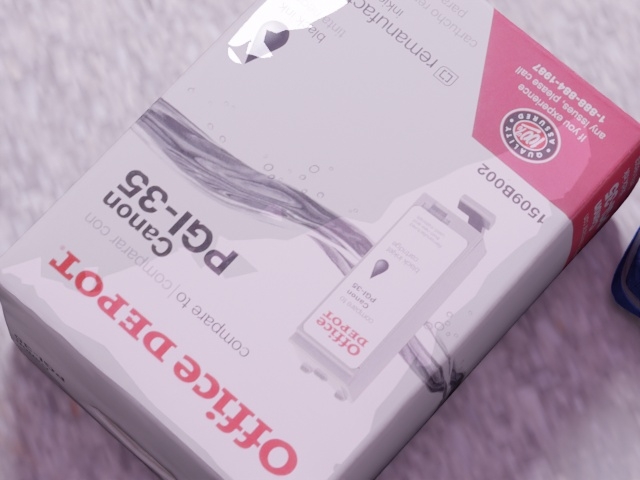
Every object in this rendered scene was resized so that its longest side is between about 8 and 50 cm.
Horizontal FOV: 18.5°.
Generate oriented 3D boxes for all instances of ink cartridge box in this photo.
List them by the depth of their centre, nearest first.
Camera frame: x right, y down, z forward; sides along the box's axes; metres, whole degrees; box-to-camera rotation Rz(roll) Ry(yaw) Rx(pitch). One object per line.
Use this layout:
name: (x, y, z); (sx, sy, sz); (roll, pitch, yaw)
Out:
ink cartridge box: (0.000, 0.000, 1.022); (0.207, 0.117, 0.283); (40, 75, 11)

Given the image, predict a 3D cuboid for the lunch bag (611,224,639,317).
lunch bag: (0.202, 0.009, 1.053); (0.067, 0.065, 0.098); (33, 70, -1)
